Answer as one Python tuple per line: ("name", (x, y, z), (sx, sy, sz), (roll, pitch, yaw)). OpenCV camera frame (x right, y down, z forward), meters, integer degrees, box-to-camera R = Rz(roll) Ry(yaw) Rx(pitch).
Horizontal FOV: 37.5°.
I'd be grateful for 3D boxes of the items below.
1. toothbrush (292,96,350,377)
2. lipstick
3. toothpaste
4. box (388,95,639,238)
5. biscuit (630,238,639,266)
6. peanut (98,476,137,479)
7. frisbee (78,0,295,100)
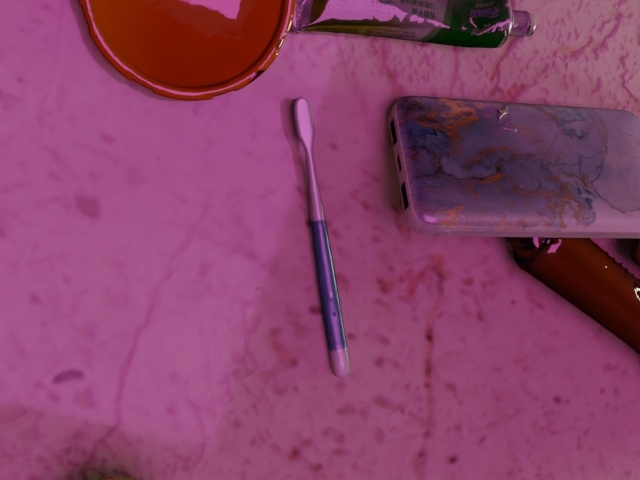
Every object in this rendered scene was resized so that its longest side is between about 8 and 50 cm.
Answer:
("toothbrush", (0.000, 0.000, 0.902), (0.019, 0.025, 0.276), (-12, 103, -13))
("lipstick", (0.356, 0.094, 1.015), (0.418, 0.077, 0.077), (35, 84, -20))
("toothpaste", (0.091, -0.220, 0.894), (0.247, 0.047, 0.078), (3, 92, -18))
("box", (0.206, -0.070, 0.927), (0.285, 0.044, 0.142), (1, 68, -20))
("biscuit", (0.439, -0.026, 1.014), (0.215, 0.034, 0.182), (8, 94, -18))
("peanut", (-0.185, 0.363, 0.819), (0.153, 0.140, 0.325), (-7, 102, -36))
("frisbee", (-0.115, -0.218, 0.819), (0.192, 0.035, 0.192), (-3, 98, -21))
